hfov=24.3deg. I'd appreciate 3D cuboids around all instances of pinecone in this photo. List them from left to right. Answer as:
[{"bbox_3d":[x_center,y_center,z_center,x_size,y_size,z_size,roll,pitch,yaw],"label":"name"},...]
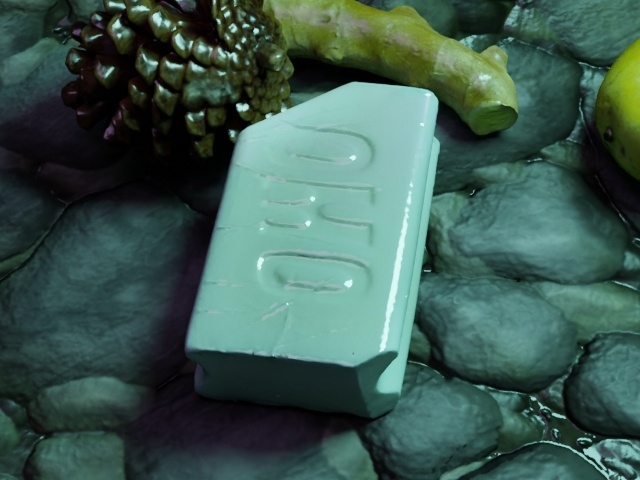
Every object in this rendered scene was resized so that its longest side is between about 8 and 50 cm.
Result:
[{"bbox_3d":[-0.134,-0.157,1.331,0.212,0.168,0.185,-10,96,4],"label":"pinecone"}]

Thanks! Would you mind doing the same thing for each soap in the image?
[{"bbox_3d":[0.000,0.000,1.257,0.173,0.095,0.289,6,56,8],"label":"soap"}]

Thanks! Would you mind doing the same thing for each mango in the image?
[{"bbox_3d":[0.323,-0.129,1.322,0.137,0.098,0.195,25,53,24],"label":"mango"}]

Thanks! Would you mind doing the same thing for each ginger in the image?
[{"bbox_3d":[0.057,-0.178,1.398,0.299,0.065,0.118,28,66,19],"label":"ginger"}]
